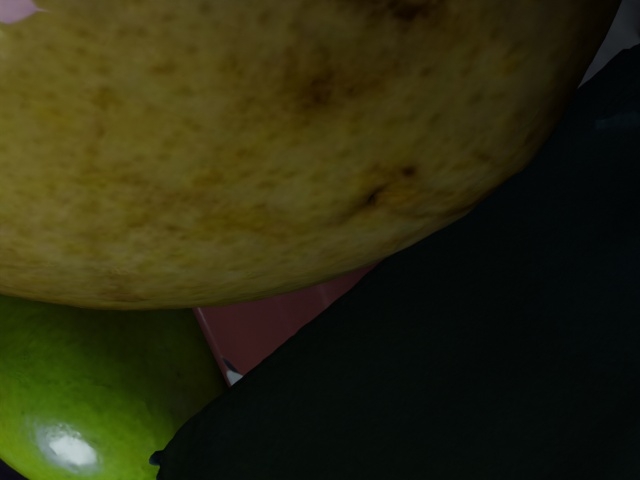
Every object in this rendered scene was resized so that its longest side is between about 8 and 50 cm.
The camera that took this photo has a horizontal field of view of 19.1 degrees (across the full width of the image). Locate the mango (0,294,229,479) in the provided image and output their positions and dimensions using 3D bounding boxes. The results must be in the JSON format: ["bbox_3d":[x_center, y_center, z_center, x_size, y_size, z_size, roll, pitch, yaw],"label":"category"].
[{"bbox_3d":[-0.124,0.043,1.062,0.185,0.273,0.149,11,112,7],"label":"mango"}]

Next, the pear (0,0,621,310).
[{"bbox_3d":[-0.058,-0.126,0.501,0.314,0.314,0.314,34,159,15],"label":"pear"}]

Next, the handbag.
[{"bbox_3d":[0.110,0.031,0.565,0.100,0.274,0.269,54,153,-15],"label":"handbag"}]

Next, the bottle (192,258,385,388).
[{"bbox_3d":[0.000,0.000,0.884,0.144,0.144,0.336,27,156,30],"label":"bottle"}]
